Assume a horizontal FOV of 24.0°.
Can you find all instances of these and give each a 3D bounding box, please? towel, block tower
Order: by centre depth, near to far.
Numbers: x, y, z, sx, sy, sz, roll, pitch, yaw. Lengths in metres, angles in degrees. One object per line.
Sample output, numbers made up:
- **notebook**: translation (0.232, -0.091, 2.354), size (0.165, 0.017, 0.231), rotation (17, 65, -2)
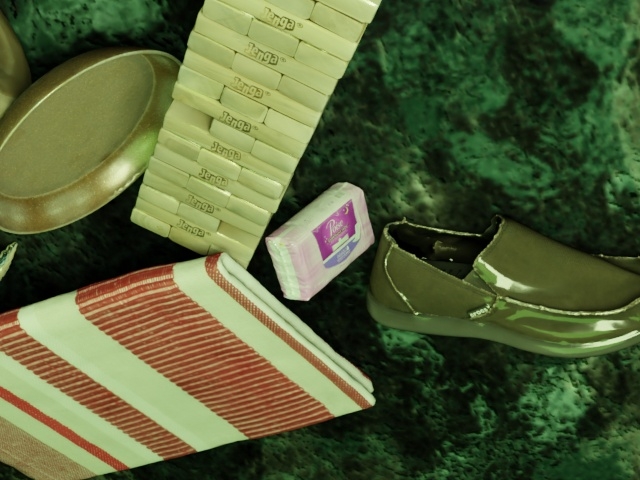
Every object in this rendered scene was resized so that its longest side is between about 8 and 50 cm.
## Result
- **block tower**: translation (-0.036, -0.100, 0.933), size (0.097, 0.091, 0.335), rotation (25, 147, -1)
- **towel**: translation (-0.153, 0.102, 1.145), size (0.329, 0.037, 0.237), rotation (-16, 144, 25)

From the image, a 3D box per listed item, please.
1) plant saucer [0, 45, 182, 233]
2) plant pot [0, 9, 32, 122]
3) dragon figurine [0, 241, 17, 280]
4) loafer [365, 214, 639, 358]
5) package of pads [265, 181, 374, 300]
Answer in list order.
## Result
- **plant saucer**: translation (-0.165, -0.073, 1.029), size (0.029, 0.168, 0.168), rotation (48, 129, 22)
- **plant pot**: translation (-0.330, -0.093, 1.022), size (0.229, 0.263, 0.263), rotation (-33, 109, 14)
- **dragon figurine**: translation (-0.385, 0.049, 1.209), size (0.289, 0.085, 0.144), rotation (-29, 111, 32)
- **loafer**: translation (0.133, 0.026, 1.037), size (0.220, 0.080, 0.078), rotation (2, 124, 16)
- **package of pads**: translation (0.000, 0.000, 1.059), size (0.032, 0.083, 0.050), rotation (12, 129, 39)
